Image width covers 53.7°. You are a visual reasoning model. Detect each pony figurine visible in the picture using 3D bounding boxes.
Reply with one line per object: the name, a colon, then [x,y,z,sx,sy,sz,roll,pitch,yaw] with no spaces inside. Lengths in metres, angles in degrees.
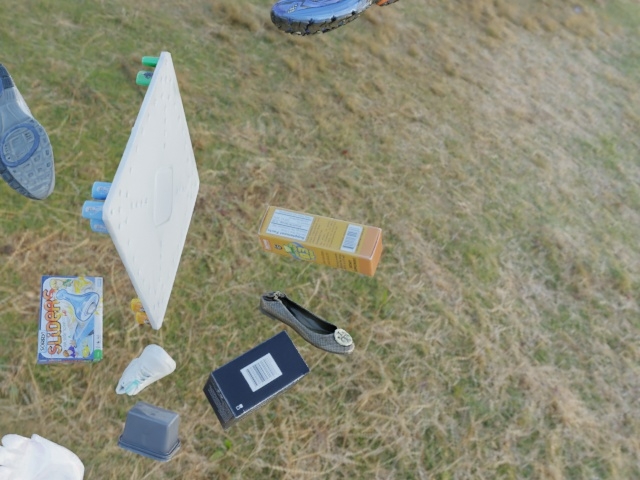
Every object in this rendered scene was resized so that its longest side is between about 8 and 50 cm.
pony figurine: [-0.499,0.538,1.147,0.351,0.363,0.302,33,52,-38]

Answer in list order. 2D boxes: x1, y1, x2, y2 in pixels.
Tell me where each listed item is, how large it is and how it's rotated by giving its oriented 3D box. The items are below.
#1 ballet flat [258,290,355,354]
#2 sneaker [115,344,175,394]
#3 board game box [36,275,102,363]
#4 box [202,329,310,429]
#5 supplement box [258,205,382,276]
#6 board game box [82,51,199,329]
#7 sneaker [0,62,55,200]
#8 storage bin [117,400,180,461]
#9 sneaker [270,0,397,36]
ballet flat: [-0.030,0.181,1.432,0.250,0.058,0.084,28,21,19]
sneaker: [-0.393,0.298,1.395,0.080,0.212,0.094,46,50,-7]
board game box: [-0.575,0.181,1.454,0.136,0.035,0.201,3,63,-26]
box: [-0.121,0.256,1.149,0.156,0.158,0.093,-27,76,-25]
supplement box: [0.000,0.000,1.241,0.233,0.078,0.080,14,62,16]
board game box: [-0.323,-0.087,1.210,0.050,0.390,0.390,5,55,3]
sneaker: [-0.585,-0.207,1.231,0.111,0.129,0.297,-24,78,-10]
storage bin: [-0.388,0.433,1.464,0.135,0.091,0.098,16,17,10]
sneaker: [0.034,-0.315,0.766,0.221,0.083,0.087,-28,100,-15]
